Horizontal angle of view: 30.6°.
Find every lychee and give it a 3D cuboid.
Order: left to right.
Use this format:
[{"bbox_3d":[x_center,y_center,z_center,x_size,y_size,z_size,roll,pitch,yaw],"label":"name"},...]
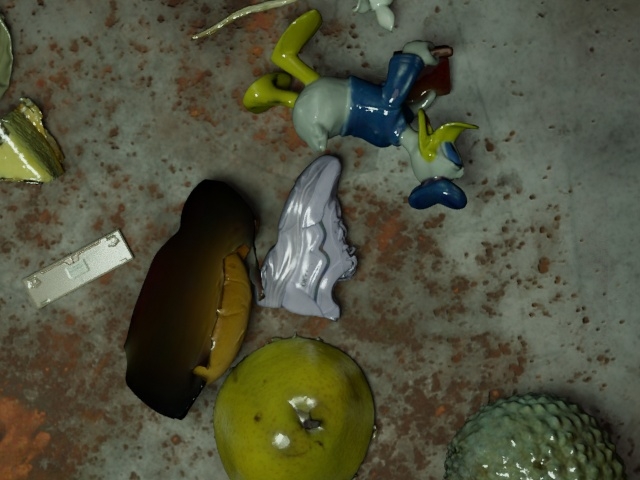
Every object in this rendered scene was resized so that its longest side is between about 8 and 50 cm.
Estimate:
[{"bbox_3d":[0.301,0.344,1.637,0.255,0.274,0.255,-8,118,-16],"label":"lychee"}]

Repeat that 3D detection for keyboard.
[{"bbox_3d":[-0.363,0.041,1.752,0.166,0.017,0.055,-28,94,0],"label":"keyboard"}]

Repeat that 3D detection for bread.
[{"bbox_3d":[-0.457,-0.115,1.694,0.152,0.147,0.127,-31,102,7],"label":"bread"}]

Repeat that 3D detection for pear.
[{"bbox_3d":[-0.046,0.269,1.673,0.267,0.178,0.267,0,88,4],"label":"pear"}]

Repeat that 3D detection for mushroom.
[{"bbox_3d":[-0.063,-0.358,1.751,0.286,0.026,0.028,-27,74,2],"label":"mushroom"}]

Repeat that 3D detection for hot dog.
[{"bbox_3d":[-0.158,0.094,1.696,0.194,0.107,0.326,29,87,27],"label":"hot dog"}]

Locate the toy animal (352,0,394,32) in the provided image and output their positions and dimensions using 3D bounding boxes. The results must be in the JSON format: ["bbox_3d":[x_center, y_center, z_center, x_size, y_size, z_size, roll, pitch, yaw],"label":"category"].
[{"bbox_3d":[0.090,-0.378,1.725,0.071,0.085,0.124,20,96,-17],"label":"toy animal"}]

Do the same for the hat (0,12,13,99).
[{"bbox_3d":[-0.559,-0.277,1.734,0.173,0.144,0.166,-2,129,36],"label":"hat"}]

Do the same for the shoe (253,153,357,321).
[{"bbox_3d":[0.000,0.000,1.716,0.137,0.095,0.245,21,93,-3],"label":"shoe"}]

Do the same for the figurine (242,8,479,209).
[{"bbox_3d":[0.100,-0.168,1.663,0.283,0.204,0.338,-30,70,-29],"label":"figurine"}]
